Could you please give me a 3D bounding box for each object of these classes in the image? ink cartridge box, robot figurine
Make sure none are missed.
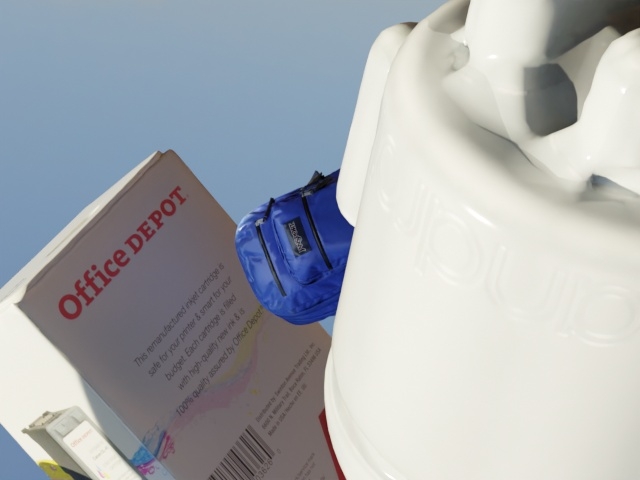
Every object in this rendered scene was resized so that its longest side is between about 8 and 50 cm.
[{"bbox_3d":[-0.108,0.117,1.411,0.131,0.306,0.226,-32,-168,43],"label":"ink cartridge box"},{"bbox_3d":[0.111,0.022,0.824,0.200,0.353,0.300,-18,-132,-29],"label":"robot figurine"}]

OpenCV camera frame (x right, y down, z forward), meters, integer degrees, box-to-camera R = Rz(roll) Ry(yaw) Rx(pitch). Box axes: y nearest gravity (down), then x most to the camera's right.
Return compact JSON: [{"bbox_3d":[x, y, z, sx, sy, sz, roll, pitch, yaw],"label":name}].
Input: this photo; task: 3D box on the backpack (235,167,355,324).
[{"bbox_3d":[0.000,0.000,1.278,0.120,0.098,0.101,-24,161,13],"label":"backpack"}]
